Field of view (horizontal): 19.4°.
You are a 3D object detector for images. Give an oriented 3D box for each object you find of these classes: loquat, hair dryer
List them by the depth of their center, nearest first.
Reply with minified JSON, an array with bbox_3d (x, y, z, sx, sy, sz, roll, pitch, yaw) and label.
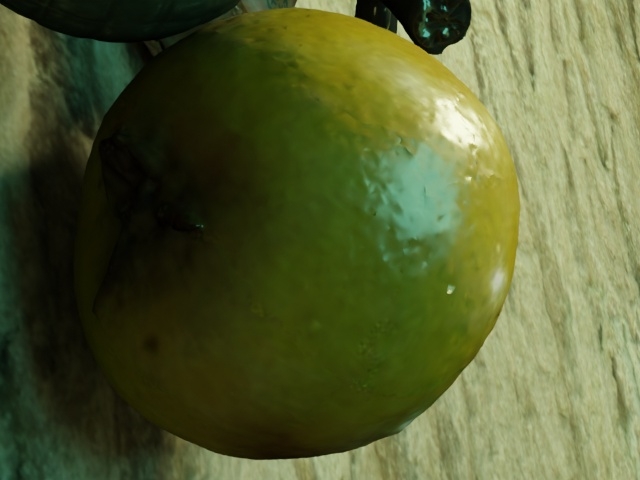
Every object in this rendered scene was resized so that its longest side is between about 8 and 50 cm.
[{"bbox_3d":[0.000,0.000,1.338,0.359,0.328,0.328,16,62,-40],"label":"loquat"},{"bbox_3d":[0.059,-0.140,1.534,0.303,0.120,0.359,-113,-161,-51],"label":"hair dryer"}]

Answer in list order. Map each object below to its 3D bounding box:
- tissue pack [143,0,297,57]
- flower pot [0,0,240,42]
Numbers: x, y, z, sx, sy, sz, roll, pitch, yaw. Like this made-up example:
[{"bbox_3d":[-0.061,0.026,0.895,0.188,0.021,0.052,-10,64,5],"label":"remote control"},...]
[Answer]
[{"bbox_3d":[-0.090,-0.283,1.550,0.201,0.124,0.271,54,35,-30],"label":"tissue pack"},{"bbox_3d":[-0.141,-0.295,1.270,0.302,0.213,0.302,8,67,-19],"label":"flower pot"}]
